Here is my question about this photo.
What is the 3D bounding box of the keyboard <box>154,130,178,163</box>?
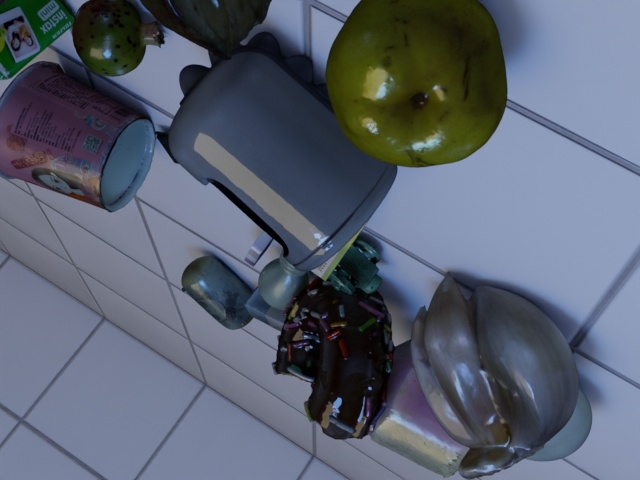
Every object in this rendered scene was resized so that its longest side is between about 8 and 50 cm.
[{"bbox_3d":[-0.212,-0.159,1.641,0.230,0.025,0.093,14,148,44],"label":"keyboard"}]

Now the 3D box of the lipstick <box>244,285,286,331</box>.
[{"bbox_3d":[-0.023,0.194,2.023,0.317,0.068,0.066,23,155,28],"label":"lipstick"}]

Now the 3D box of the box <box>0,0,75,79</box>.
[{"bbox_3d":[-0.546,-0.350,1.544,0.250,0.180,0.103,8,141,52],"label":"box"}]

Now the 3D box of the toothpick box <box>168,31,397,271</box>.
[{"bbox_3d":[-0.062,-0.137,1.243,0.316,0.229,0.229,42,158,-10],"label":"toothpick box"}]

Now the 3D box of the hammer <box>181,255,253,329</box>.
[{"bbox_3d":[-0.281,0.117,2.231,0.202,0.113,0.305,49,164,-21],"label":"hammer"}]

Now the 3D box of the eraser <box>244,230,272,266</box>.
[{"bbox_3d":[-0.119,0.011,1.795,0.026,0.065,0.105,35,157,-1],"label":"eraser"}]

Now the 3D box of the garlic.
[{"bbox_3d":[0.266,0.211,1.413,0.279,0.132,0.325,-13,97,37],"label":"garlic"}]

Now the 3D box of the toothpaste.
[{"bbox_3d":[0.039,-0.013,1.423,0.043,0.037,0.178,35,123,1],"label":"toothpaste"}]

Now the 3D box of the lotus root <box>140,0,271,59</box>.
[{"bbox_3d":[-0.179,-0.357,1.006,0.142,0.210,0.314,8,134,30],"label":"lotus root"}]

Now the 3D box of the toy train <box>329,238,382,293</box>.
[{"bbox_3d":[0.000,0.000,1.570,0.248,0.101,0.159,43,171,-13],"label":"toy train"}]

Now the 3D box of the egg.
[{"bbox_3d":[0.371,0.301,1.540,0.151,0.151,0.209,39,155,-8],"label":"egg"}]

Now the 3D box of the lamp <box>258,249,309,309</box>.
[{"bbox_3d":[-0.062,0.069,1.794,0.106,0.106,0.193,35,149,2],"label":"lamp"}]

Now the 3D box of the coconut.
[{"bbox_3d":[0.192,0.303,1.706,0.245,0.233,0.233,30,158,10],"label":"coconut"}]

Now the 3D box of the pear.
[{"bbox_3d":[0.099,-0.175,0.938,0.200,0.200,0.200,30,158,14],"label":"pear"}]

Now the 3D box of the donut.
[{"bbox_3d":[0.023,0.194,1.686,0.136,0.259,0.345,7,-165,-23],"label":"donut"}]

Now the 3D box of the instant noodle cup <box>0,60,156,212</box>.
[{"bbox_3d":[-0.456,-0.186,1.697,0.231,0.243,0.243,23,156,11],"label":"instant noodle cup"}]

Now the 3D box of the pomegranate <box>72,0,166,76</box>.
[{"bbox_3d":[-0.314,-0.314,1.372,0.130,0.130,0.130,30,158,14],"label":"pomegranate"}]
